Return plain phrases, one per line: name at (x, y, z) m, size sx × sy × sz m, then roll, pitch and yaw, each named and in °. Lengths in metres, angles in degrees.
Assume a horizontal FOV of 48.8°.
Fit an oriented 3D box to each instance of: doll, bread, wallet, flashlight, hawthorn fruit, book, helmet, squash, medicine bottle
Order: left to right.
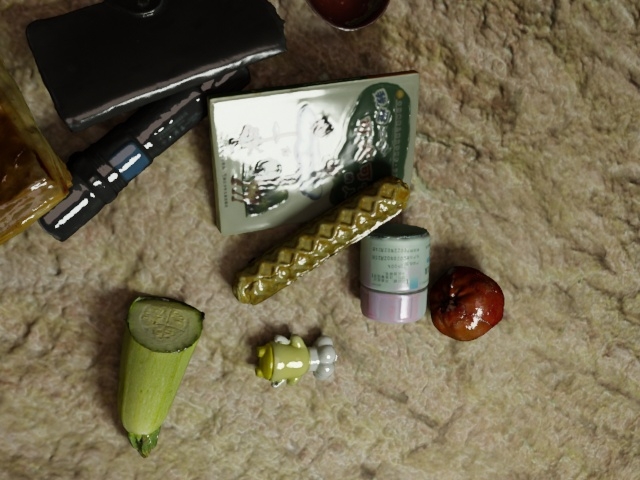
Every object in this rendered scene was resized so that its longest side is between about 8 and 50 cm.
bread at (-0.515, -0.107, 0.996) m, size 0.277 × 0.167 × 0.325 m, roll -35°, pitch 76°, yaw -9°
flashlight at (-0.288, -0.168, 1.138) m, size 0.424 × 0.103 × 0.103 m, roll -43°, pitch 113°, yaw -9°
squash at (-0.300, 0.249, 1.211) m, size 0.137 × 0.137 × 0.288 m, roll 15°, pitch 98°, yaw -23°
wallet at (-0.249, -0.315, 1.100) m, size 0.377 × 0.051 × 0.197 m, roll -24°, pitch 76°, yaw -14°
doll at (-0.043, 0.226, 1.336) m, size 0.162 × 0.062 × 0.106 m, roll 1°, pitch 106°, yaw -21°
book at (-0.006, -0.152, 1.233) m, size 0.370 × 0.043 × 0.261 m, roll -12°, pitch 126°, yaw -17°
bread at (0.000, 0.001, 1.262) m, size 0.367 × 0.077 × 0.084 m, roll -34°, pitch 142°, yaw 2°
helmet at (0.025, -0.436, 1.191) m, size 0.175 × 0.106 × 0.155 m, roll 32°, pitch 90°, yaw -20°
medicine bottle at (0.138, 0.060, 1.330) m, size 0.135 × 0.135 × 0.169 m, roll -3°, pitch 103°, yaw -20°
hawthorn fruit at (0.300, 0.128, 1.408) m, size 0.171 × 0.148 × 0.148 m, roll 10°, pitch 99°, yaw -41°
